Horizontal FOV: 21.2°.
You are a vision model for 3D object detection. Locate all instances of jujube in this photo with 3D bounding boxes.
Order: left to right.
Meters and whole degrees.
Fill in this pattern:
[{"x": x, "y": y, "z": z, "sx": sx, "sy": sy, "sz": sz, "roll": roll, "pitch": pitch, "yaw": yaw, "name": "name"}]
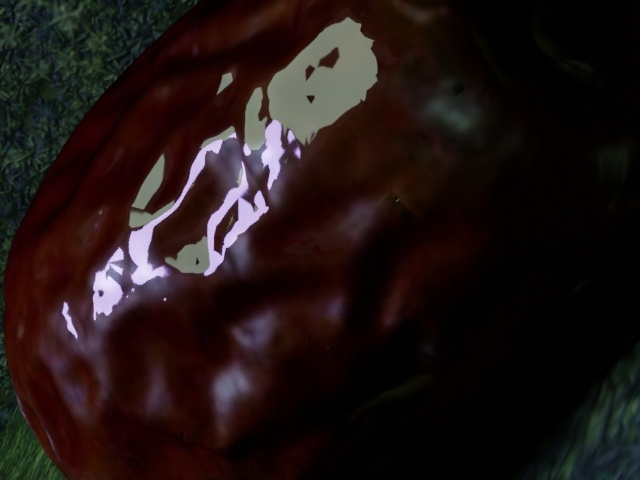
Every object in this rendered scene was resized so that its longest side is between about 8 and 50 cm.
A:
[{"x": 0.000, "y": 0.000, "z": 0.678, "sx": 0.318, "sy": 0.223, "sz": 0.223, "roll": -40, "pitch": 27, "yaw": 47, "name": "jujube"}]
